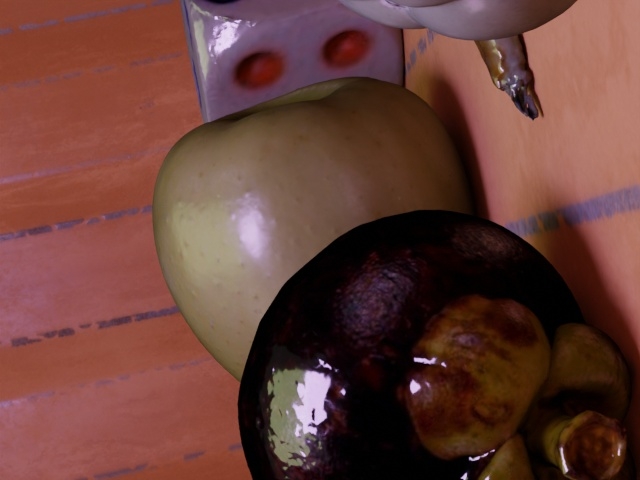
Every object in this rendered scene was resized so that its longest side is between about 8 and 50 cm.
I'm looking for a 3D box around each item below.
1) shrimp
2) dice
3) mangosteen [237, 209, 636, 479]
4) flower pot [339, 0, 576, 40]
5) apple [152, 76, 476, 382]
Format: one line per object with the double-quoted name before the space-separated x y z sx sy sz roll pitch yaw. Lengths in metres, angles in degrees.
"shrimp" 0.111 -0.251 1.043 0.185 0.068 0.287 -111 9 -51
"dice" -0.039 -0.267 1.701 0.251 0.259 0.243 86 169 -50
"mangosteen" 0.098 0.128 1.042 0.297 0.314 0.296 22 -90 -79
"flower pot" 0.067 -0.219 0.660 0.195 0.246 0.246 109 149 -84
"apple" 0.000 0.000 1.421 0.357 0.357 0.357 168 90 -85
